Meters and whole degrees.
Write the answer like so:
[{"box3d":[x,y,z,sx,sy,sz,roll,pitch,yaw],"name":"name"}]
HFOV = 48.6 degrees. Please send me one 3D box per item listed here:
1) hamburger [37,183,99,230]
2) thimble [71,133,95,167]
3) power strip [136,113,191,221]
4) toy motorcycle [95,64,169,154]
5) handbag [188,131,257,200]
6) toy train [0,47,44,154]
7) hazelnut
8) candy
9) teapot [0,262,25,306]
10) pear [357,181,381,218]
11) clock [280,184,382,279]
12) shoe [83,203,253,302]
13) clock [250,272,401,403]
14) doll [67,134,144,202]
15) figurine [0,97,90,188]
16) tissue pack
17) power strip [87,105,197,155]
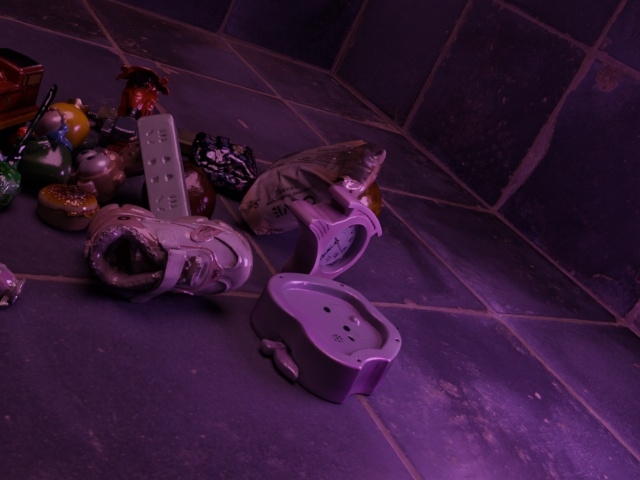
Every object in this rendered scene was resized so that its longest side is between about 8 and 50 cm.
[{"box3d":[-0.553,-0.078,1.567,0.141,0.082,0.126,33,23,16],"name":"hamburger"},{"box3d":[-0.647,-0.241,1.801,0.135,0.090,0.118,20,26,-16],"name":"thimble"},{"box3d":[-0.353,-0.110,1.631,0.091,0.062,0.386,-11,71,-7],"name":"power strip"},{"box3d":[-0.511,-0.352,1.947,0.147,0.221,0.326,14,42,-11],"name":"toy motorcycle"},{"box3d":[-0.296,-0.236,2.133,0.207,0.127,0.229,21,33,-19],"name":"handbag"},{"box3d":[-0.772,-0.316,1.643,0.163,0.232,0.369,25,22,1],"name":"toy train"},{"box3d":[-0.353,-0.114,1.755,0.177,0.178,0.204,15,23,-28],"name":"hazelnut"},{"box3d":[-0.646,-0.213,1.542,0.097,0.097,0.324,24,65,-8],"name":"candy"},{"box3d":[-0.564,0.086,1.251,0.064,0.064,0.083,29,54,-15],"name":"teapot"},{"box3d":[0.091,-0.124,2.240,0.197,0.197,0.197,23,23,-10],"name":"pear"},{"box3d":[0.000,0.000,1.704,0.080,0.275,0.290,44,0,31],"name":"clock"},{"box3d":[-0.313,0.045,1.447,0.350,0.172,0.198,10,16,-9],"name":"shoe"},{"box3d":[0.011,0.203,1.568,0.338,0.102,0.339,23,23,-10],"name":"clock"},{"box3d":[-0.487,-0.188,1.729,0.154,0.119,0.278,16,43,38],"name":"doll"},{"box3d":[-0.643,-0.240,1.653,0.185,0.234,0.127,5,-21,3],"name":"figurine"},{"box3d":[-0.017,-0.163,2.011,0.195,0.375,0.390,65,25,-12],"name":"tissue pack"},{"box3d":[-0.525,-0.328,2.162,0.387,0.066,0.092,14,28,-34],"name":"power strip"}]
